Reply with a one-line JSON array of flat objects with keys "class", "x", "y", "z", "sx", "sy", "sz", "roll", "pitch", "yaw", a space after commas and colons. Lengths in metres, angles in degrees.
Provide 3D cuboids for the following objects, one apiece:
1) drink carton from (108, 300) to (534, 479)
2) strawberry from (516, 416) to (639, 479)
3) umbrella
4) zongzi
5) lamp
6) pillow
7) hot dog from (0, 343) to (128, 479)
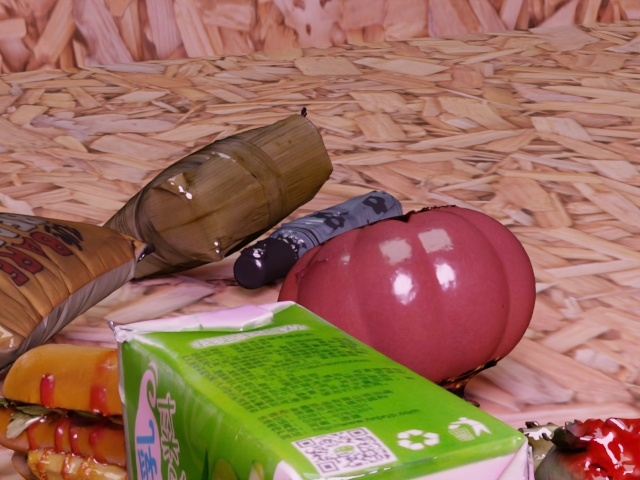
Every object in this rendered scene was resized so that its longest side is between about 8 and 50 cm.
[{"class": "drink carton", "x": -0.006, "y": 0.130, "z": 0.891, "sx": 0.108, "sy": 0.161, "sz": 0.271, "roll": -8, "pitch": 13, "yaw": -22}, {"class": "strawberry", "x": 0.197, "y": 0.141, "z": 0.970, "sx": 0.228, "sy": 0.098, "sz": 0.174, "roll": 6, "pitch": -6, "yaw": -15}, {"class": "umbrella", "x": 0.000, "y": 0.002, "z": 1.725, "sx": 0.052, "sy": 0.053, "sz": 0.250, "roll": -4, "pitch": 11, "yaw": 31}, {"class": "zongzi", "x": -0.103, "y": -0.031, "z": 1.757, "sx": 0.204, "sy": 0.094, "sz": 0.205, "roll": -25, "pitch": 6, "yaw": 47}, {"class": "lamp", "x": 0.060, "y": 0.051, "z": 1.322, "sx": 0.182, "sy": 0.140, "sz": 0.182, "roll": -14, "pitch": -2, "yaw": -1}, {"class": "pillow", "x": -0.312, "y": 0.044, "z": 1.448, "sx": 0.312, "sy": 0.119, "sz": 0.310, "roll": -2, "pitch": 9, "yaw": 12}, {"class": "hot dog", "x": -0.087, "y": 0.114, "z": 1.123, "sx": 0.250, "sy": 0.104, "sz": 0.076, "roll": 3, "pitch": 24, "yaw": 20}]
